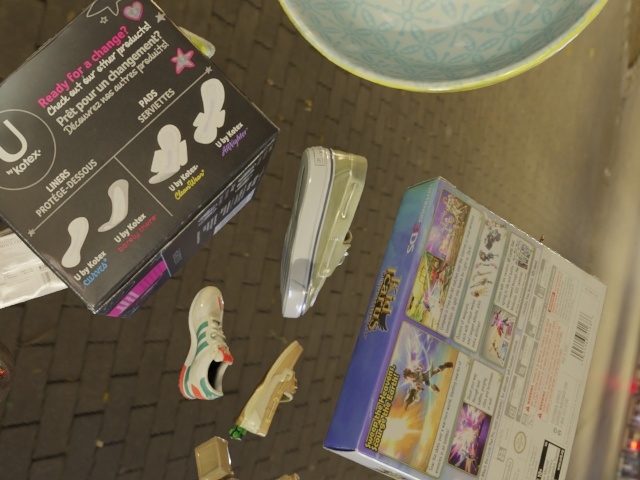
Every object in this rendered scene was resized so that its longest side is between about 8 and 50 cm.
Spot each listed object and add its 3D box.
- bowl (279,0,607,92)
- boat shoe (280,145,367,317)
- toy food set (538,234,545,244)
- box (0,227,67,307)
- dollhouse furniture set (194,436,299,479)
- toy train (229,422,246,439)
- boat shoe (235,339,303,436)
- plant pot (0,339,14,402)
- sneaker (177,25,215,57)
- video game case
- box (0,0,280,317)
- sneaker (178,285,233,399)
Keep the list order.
[{"bbox_3d":[0.110,-0.255,0.709,0.156,0.289,0.290,-4,103,-73],"label":"bowl"},{"bbox_3d":[0.000,0.000,1.291,0.109,0.094,0.302,-97,-164,-50],"label":"boat shoe"},{"bbox_3d":[0.217,0.090,1.026,0.132,0.038,0.192,99,13,-47],"label":"toy food set"},{"bbox_3d":[-0.376,0.010,1.229,0.290,0.169,0.087,-109,-178,-81],"label":"box"},{"bbox_3d":[-0.071,0.350,1.205,0.101,0.161,0.182,38,27,-45],"label":"dollhouse furniture set"},{"bbox_3d":[-0.113,0.278,1.364,0.023,0.017,0.083,40,79,-32],"label":"toy train"},{"bbox_3d":[-0.054,0.183,1.066,0.135,0.045,0.050,-55,178,-34],"label":"boat shoe"},{"bbox_3d":[-0.514,0.167,1.121,0.230,0.215,0.216,35,67,-67],"label":"plant pot"},{"bbox_3d":[-0.303,-0.377,1.796,0.126,0.091,0.240,-63,168,10],"label":"sneaker"},{"bbox_3d":[0.151,0.115,0.835,0.244,0.061,0.270,30,67,-25],"label":"video game case"},{"bbox_3d":[-0.140,-0.050,0.623,0.163,0.142,0.247,-45,-178,-10],"label":"box"},{"bbox_3d":[-0.147,0.144,1.207,0.057,0.075,0.161,23,72,-48],"label":"sneaker"}]
